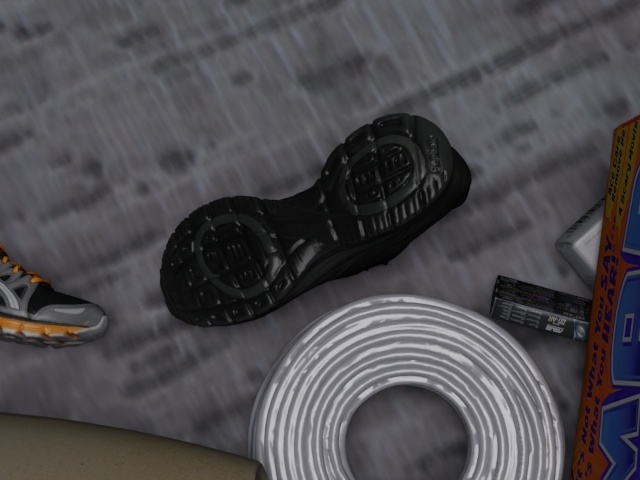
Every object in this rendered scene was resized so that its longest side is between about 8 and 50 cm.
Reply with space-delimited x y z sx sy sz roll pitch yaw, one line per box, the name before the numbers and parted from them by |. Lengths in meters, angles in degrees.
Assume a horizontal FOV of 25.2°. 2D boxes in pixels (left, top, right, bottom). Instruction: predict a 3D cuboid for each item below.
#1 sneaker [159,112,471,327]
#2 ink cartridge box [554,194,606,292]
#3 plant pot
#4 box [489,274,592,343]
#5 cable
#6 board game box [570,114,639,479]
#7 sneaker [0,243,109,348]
sneaker | 0.000 0.000 1.176 0.286 0.130 0.109 -23 72 21
ink cartridge box | 0.341 0.028 1.192 0.189 0.066 0.232 -41 99 -4
plant pot | -0.174 0.241 1.061 0.274 0.256 0.256 -5 81 5
box | 0.183 0.056 1.177 0.083 0.067 0.018 15 107 4
cable | 0.066 0.168 1.153 0.257 0.089 0.257 36 84 8
board game box | 0.403 0.095 0.979 0.356 0.356 0.356 9 84 -7
sneaker | -0.278 0.037 1.195 0.215 0.084 0.083 13 77 5
